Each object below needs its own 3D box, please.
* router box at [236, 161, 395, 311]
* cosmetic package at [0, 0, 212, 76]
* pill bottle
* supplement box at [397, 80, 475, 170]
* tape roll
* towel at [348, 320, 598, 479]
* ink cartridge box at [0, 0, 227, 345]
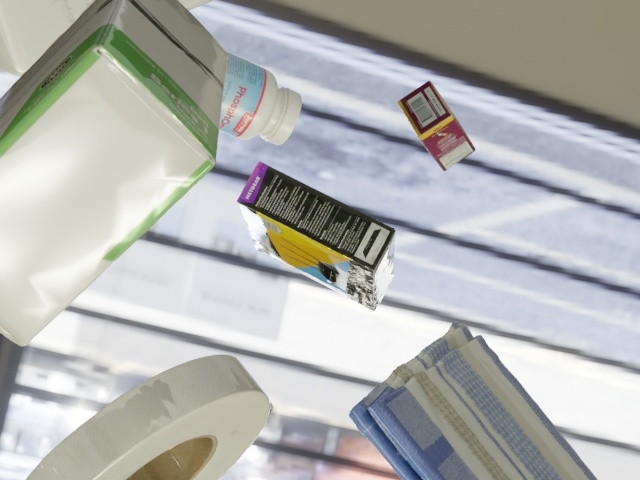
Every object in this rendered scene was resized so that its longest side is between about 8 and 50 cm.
[{"bbox_3d":[0.000,0.000,1.244,0.133,0.046,0.179,27,169,9],"label":"router box"},{"bbox_3d":[-0.146,-0.302,1.260,0.453,0.162,0.230,-27,-157,-30],"label":"cosmetic package"},{"bbox_3d":[-0.106,-0.168,1.582,0.160,0.087,0.087,21,165,-21],"label":"pill bottle"},{"bbox_3d":[0.122,-0.119,1.447,0.043,0.055,0.083,-33,149,8],"label":"supplement box"},{"bbox_3d":[-0.238,0.301,1.850,0.072,0.392,0.392,49,180,20],"label":"tape roll"},{"bbox_3d":[0.132,0.170,1.056,0.209,0.034,0.285,51,-160,7],"label":"towel"},{"bbox_3d":[-0.140,-0.061,0.824,0.092,0.160,0.219,43,-164,-17],"label":"ink cartridge box"}]
